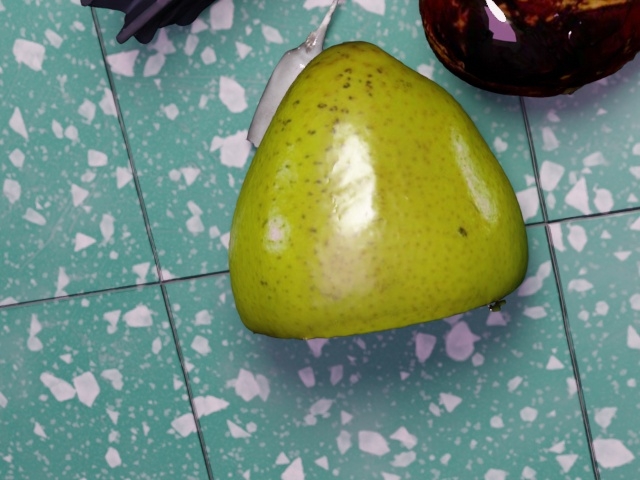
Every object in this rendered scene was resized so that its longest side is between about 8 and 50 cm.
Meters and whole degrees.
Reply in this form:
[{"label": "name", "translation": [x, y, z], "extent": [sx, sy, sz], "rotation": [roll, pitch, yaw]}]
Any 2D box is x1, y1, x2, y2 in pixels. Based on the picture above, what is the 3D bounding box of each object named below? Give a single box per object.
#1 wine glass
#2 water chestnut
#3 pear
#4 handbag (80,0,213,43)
[{"label": "wine glass", "translation": [-0.016, -0.215, 1.997], "extent": [0.074, 0.074, 0.262], "rotation": [30, 112, 6]}, {"label": "water chestnut", "translation": [0.226, -0.281, 1.823], "extent": [0.289, 0.244, 0.289], "rotation": [-4, 104, -18]}, {"label": "pear", "translation": [0.068, -0.065, 1.871], "extent": [0.342, 0.238, 0.318], "rotation": [-13, 95, -23]}, {"label": "handbag", "translation": [-0.100, -0.357, 1.851], "extent": [0.329, 0.303, 0.122], "rotation": [-39, 92, 23]}]
